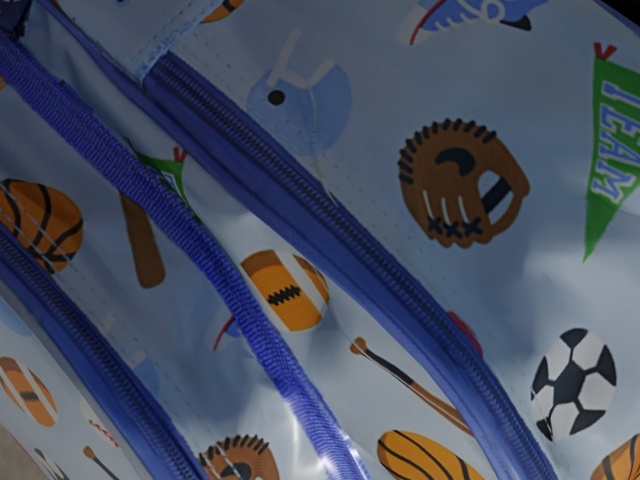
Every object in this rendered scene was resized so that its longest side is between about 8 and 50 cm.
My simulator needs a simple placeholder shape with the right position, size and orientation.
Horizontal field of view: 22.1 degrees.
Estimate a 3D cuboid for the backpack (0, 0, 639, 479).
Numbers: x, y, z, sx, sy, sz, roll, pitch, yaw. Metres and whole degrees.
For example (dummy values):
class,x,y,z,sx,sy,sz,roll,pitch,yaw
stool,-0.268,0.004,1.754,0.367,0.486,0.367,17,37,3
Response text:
class,x,y,z,sx,sy,sz,roll,pitch,yaw
backpack,0.000,0.000,0.476,0.213,0.263,0.276,-50,148,-15
